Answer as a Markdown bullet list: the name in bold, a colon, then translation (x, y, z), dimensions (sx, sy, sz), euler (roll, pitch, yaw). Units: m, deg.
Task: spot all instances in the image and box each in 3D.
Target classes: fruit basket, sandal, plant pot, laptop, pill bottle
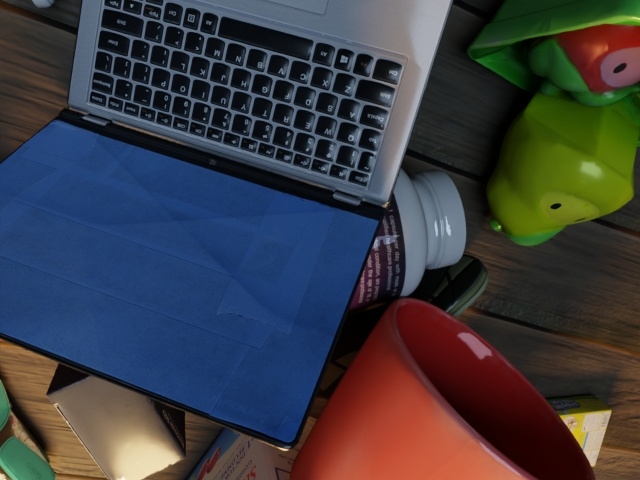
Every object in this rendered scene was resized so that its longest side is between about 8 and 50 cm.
- **fruit basket**: translation (0.358, -0.150, 0.634), dimensions (0.392, 0.283, 0.391), euler (-6, 104, -23)
- **sandal**: translation (0.122, 0.138, 0.753), dimensions (0.303, 0.120, 0.086), euler (-34, 128, -1)
- **plant pot**: translation (0.110, 0.241, 0.589), dimensions (0.275, 0.275, 0.243), euler (31, 109, -22)
- **laptop**: translation (-0.117, -0.119, 0.452), dimensions (0.382, 0.236, 0.407), euler (18, 105, 8)
- **pill bottle**: translation (0.000, 0.000, 0.631), dimensions (0.323, 0.181, 0.181), euler (-10, 111, -10)

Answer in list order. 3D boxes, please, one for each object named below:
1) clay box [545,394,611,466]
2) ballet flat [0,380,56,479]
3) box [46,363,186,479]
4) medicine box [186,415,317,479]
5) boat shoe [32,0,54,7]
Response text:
- **clay box**: translation (0.395, 0.349, 0.928), dimensions (0.222, 0.053, 0.127), euler (0, 109, -13)
- **ballet flat**: translation (-0.432, 0.253, 0.669), dimensions (0.077, 0.091, 0.240), euler (-12, 110, 17)
- **box**: translation (-0.241, 0.185, 0.648), dimensions (0.093, 0.158, 0.155), euler (-24, 114, -5)
- **medicine box**: translation (-0.087, 0.407, 0.695), dimensions (0.149, 0.289, 0.263), euler (32, 99, -22)
- **boat shoe**: translation (-0.279, -0.330, 0.511), dimensions (0.063, 0.066, 0.184), euler (-10, 102, -10)
